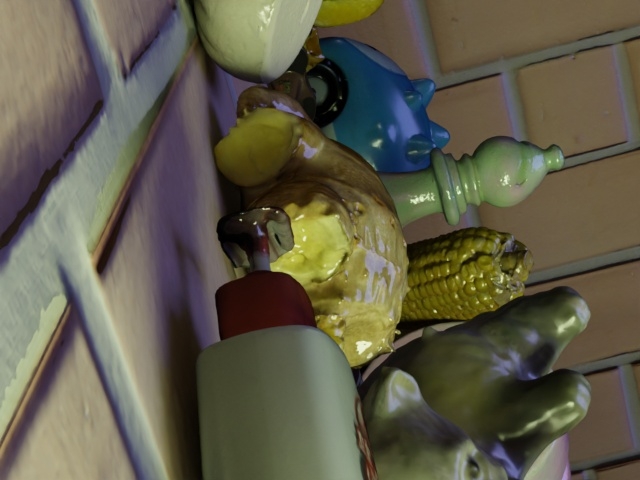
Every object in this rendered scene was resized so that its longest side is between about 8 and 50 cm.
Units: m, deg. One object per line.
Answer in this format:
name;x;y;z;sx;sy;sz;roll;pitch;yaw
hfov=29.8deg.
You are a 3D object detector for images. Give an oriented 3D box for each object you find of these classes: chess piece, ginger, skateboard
chess piece;0.104;-0.050;1.178;0.139;0.272;0.139;-16;90;-86
ginger;0.000;0.000;0.762;0.216;0.102;0.157;-99;166;-49
skateboard;-0.032;-0.148;1.198;0.151;0.067;0.080;77;11;-52

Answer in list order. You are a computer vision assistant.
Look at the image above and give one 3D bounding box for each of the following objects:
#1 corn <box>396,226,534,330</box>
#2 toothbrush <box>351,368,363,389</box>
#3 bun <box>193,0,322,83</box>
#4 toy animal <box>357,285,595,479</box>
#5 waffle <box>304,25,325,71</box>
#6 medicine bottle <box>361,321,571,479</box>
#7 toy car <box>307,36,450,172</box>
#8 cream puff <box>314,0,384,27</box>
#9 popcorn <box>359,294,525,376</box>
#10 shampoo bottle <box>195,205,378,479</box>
corn;0.110;0.046;1.245;0.097;0.262;0.097;17;66;-43
toothbrush;0.001;0.077;0.967;0.364;0.041;0.040;70;7;-48
bun;-0.051;-0.181;0.832;0.138;0.094;0.138;21;90;-85
toy animal;0.081;0.125;0.810;0.188;0.307;0.266;37;-18;-19
waffle;-0.063;-0.331;1.341;0.325;0.068;0.302;-84;159;-74
medicine bottle;0.157;0.257;1.254;0.325;0.212;0.212;72;5;-50
toy car;0.061;-0.137;1.506;0.188;0.190;0.255;-5;79;-85
cream puff;-0.010;-0.316;1.094;0.185;0.282;0.281;-37;-118;59
popcorn;0.157;0.163;1.535;0.276;0.226;0.276;175;-90;-86
shampoo bottle;-0.010;0.094;0.496;0.153;0.071;0.284;73;6;-53
